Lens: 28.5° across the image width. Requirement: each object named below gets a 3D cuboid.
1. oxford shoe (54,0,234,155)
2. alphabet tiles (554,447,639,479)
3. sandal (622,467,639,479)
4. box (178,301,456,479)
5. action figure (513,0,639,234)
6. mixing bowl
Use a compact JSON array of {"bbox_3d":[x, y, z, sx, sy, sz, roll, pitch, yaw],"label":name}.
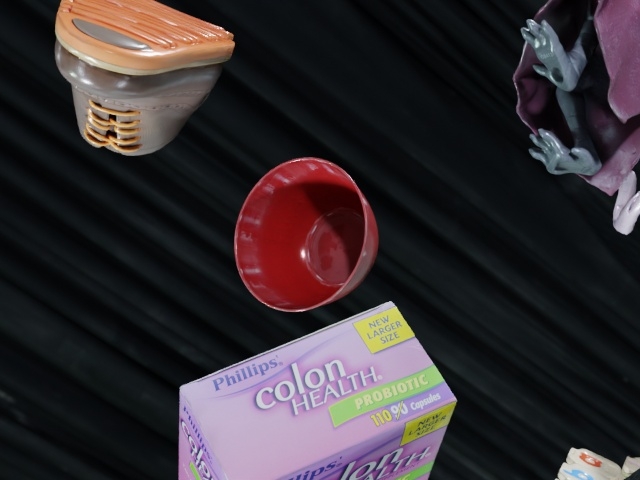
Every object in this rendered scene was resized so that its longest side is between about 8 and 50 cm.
[{"bbox_3d":[-0.147,-0.127,1.044,0.363,0.130,0.132,-57,-11,-81],"label":"oxford shoe"},{"bbox_3d":[0.420,0.344,1.538,0.284,0.278,0.021,-28,-40,-66],"label":"alphabet tiles"},{"bbox_3d":[0.219,0.397,1.261,0.446,0.107,0.167,-42,1,15],"label":"sandal"},{"bbox_3d":[-0.011,0.201,1.162,0.117,0.214,0.243,57,156,30],"label":"box"},{"bbox_3d":[0.374,-0.232,1.351,0.370,0.275,0.248,-34,-15,-31],"label":"action figure"},{"bbox_3d":[0.000,0.000,1.482,0.181,0.098,0.181,-7,77,32],"label":"mixing bowl"}]
